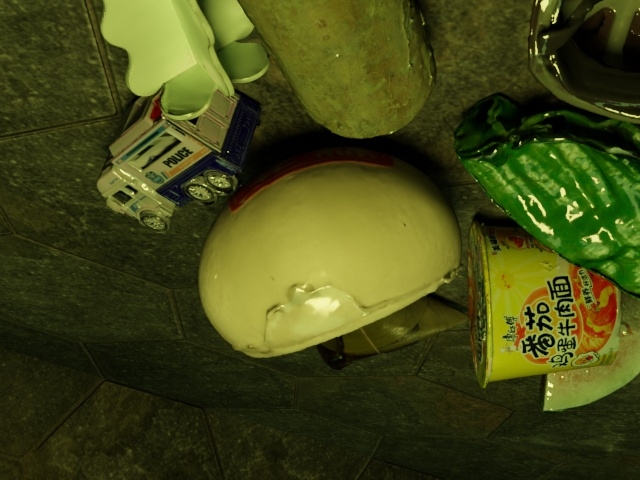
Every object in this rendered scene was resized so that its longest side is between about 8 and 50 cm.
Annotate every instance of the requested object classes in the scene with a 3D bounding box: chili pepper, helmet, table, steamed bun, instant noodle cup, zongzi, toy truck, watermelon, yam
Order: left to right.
[{"bbox_3d":[-0.213,-0.122,1.200,0.155,0.124,0.268,33,145,-27],"label":"toy truck"},{"bbox_3d":[-0.152,-0.251,0.884,0.166,0.167,0.198,2,146,14],"label":"table"},{"bbox_3d":[0.000,0.000,1.195,0.374,0.242,0.374,-22,179,-1],"label":"steamed bun"},{"bbox_3d":[0.011,-0.232,0.857,0.161,0.161,0.268,-2,153,22],"label":"yam"},{"bbox_3d":[0.134,0.097,1.556,0.317,0.154,0.289,-10,151,-5],"label":"zongzi"},{"bbox_3d":[0.338,0.092,1.332,0.200,0.265,0.264,-2,153,5],"label":"instant noodle cup"},{"bbox_3d":[0.442,0.180,1.536,0.214,0.289,0.319,54,152,-16],"label":"watermelon"},{"bbox_3d":[0.358,-0.072,1.079,0.384,0.168,0.213,30,135,-14],"label":"chili pepper"},{"bbox_3d":[0.307,-0.240,0.719,0.224,0.177,0.305,21,147,-6],"label":"helmet"}]
